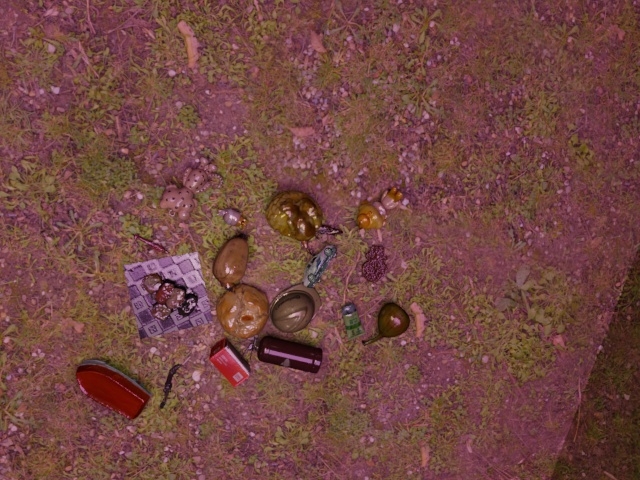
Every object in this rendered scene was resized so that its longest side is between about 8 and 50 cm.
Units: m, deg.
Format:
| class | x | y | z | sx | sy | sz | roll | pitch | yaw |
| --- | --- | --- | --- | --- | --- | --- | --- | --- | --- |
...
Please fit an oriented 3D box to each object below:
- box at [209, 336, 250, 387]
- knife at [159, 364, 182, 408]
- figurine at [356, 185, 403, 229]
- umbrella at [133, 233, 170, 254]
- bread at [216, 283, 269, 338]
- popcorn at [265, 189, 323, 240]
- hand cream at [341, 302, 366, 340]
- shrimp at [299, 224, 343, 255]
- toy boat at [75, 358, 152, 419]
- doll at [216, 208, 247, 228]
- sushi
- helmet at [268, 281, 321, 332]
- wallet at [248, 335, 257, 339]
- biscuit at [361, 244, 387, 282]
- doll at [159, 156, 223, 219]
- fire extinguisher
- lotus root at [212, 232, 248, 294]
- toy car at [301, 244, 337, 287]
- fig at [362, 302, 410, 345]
| class | x | y | z | sx | sy | sz | roll | pitch | yaw |
| --- | --- | --- | --- | --- | --- | --- | --- | --- | --- |
| box | -0.396 | 0.529 | 1.939 | 0.099 | 0.133 | 0.182 | -38 | 102 | -4 |
| knife | -0.677 | 0.648 | 1.962 | 0.046 | 0.021 | 0.222 | 23 | 93 | -16 |
| figurine | 0.258 | -0.137 | 1.969 | 0.246 | 0.131 | 0.156 | -39 | 69 | -2 |
| umbrella | -0.710 | 0.017 | 1.859 | 0.165 | 0.025 | 0.027 | 29 | 114 | -12 |
| bread | -0.336 | 0.312 | 1.913 | 0.244 | 0.134 | 0.244 | -1 | 96 | -12 |
| popcorn | -0.107 | -0.106 | 1.839 | 0.237 | 0.251 | 0.206 | 39 | 93 | 0 |
| hand cream | 0.149 | 0.378 | 2.063 | 0.095 | 0.046 | 0.175 | -20 | 104 | -13 |
| shrimp | 0.000 | 0.001 | 1.981 | 0.195 | 0.035 | 0.147 | 5 | 95 | -4 |
| toy boat | -0.878 | 0.611 | 1.873 | 0.332 | 0.133 | 0.145 | 33 | 97 | -3 |
| doll | -0.375 | -0.107 | 1.885 | 0.127 | 0.073 | 0.084 | 27 | 60 | -17 |
| sushi | -0.649 | 0.244 | 1.881 | 0.320 | 0.069 | 0.339 | -10 | 100 | -9 |
| helmet | -0.108 | 0.318 | 1.959 | 0.257 | 0.137 | 0.204 | -42 | 103 | -3 |
| wallet | -0.304 | 0.410 | 2.001 | 0.044 | 0.011 | 0.083 | 8 | 96 | -12 |
| biscuit | 0.256 | 0.109 | 2.053 | 0.124 | 0.026 | 0.175 | 7 | 97 | -13 |
| doll | -0.533 | -0.212 | 1.820 | 0.278 | 0.119 | 0.154 | -47 | 105 | -11 |
| fire extinguisher | -0.168 | 0.501 | 1.934 | 0.337 | 0.114 | 0.135 | 17 | 81 | -10 |
| lotus root | -0.379 | 0.091 | 1.870 | 0.140 | 0.154 | 0.256 | 18 | 77 | -16 |
| toy car | -0.008 | 0.109 | 1.971 | 0.076 | 0.090 | 0.224 | 33 | 91 | 21 |
| fig | 0.302 | 0.416 | 2.051 | 0.151 | 0.151 | 0.259 | 37 | 94 | -14 |
